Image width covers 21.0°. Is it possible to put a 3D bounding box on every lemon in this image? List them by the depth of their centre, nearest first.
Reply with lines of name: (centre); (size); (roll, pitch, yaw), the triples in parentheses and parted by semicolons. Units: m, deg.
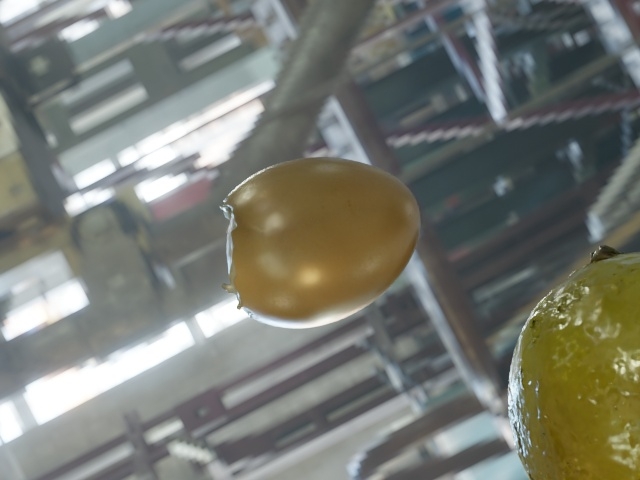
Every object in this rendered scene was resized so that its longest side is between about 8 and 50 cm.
lemon: (0.197, 0.101, 1.012); (0.173, 0.174, 0.206); (57, -146, -80)

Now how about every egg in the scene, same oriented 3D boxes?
egg: (0.000, 0.000, 0.809); (0.080, 0.096, 0.080); (173, 90, -88)
